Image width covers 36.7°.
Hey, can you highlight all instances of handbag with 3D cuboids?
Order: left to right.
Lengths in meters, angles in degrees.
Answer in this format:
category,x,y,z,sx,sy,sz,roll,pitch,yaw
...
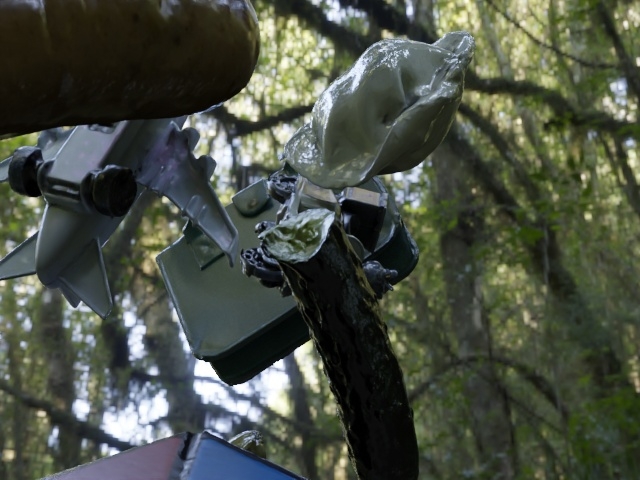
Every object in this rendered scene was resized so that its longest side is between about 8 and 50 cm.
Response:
category,x,y,z,sx,sy,sz,roll,pitch,yaw
handbag,-0.052,0.017,1.280,0.326,0.238,0.089,-35,-38,5

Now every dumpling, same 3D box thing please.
category,x,y,z,sx,sy,sz,roll,pitch,yaw
dumpling,0.077,-0.145,1.059,0.250,0.162,0.132,-38,-55,-5

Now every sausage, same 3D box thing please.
category,x,y,z,sx,sy,sz,roll,pitch,yaw
sausage,-0.229,-0.110,0.590,0.123,0.136,0.500,6,20,41

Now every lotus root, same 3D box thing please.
category,x,y,z,sx,sy,sz,roll,pitch,yaw
lotus root,-0.143,0.368,1.468,0.179,0.089,0.080,-48,-57,-2

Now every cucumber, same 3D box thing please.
category,x,y,z,sx,sy,sz,roll,pitch,yaw
cucumber,0.035,0.117,0.884,0.081,0.072,0.304,-21,-72,6

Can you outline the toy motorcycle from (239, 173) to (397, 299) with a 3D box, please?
category,x,y,z,sx,sy,sz,roll,pitch,yaw
toy motorcycle,0.000,0.000,1.053,0.157,0.263,0.091,13,-67,-2

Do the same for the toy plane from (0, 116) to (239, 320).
category,x,y,z,sx,sy,sz,roll,pitch,yaw
toy plane,-0.165,-0.065,0.774,0.251,0.255,0.101,14,-25,21

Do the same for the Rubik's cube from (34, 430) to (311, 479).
category,x,y,z,sx,sy,sz,roll,pitch,yaw
Rubik's cube,-0.119,0.319,0.762,0.246,0.250,0.248,-10,13,-43
